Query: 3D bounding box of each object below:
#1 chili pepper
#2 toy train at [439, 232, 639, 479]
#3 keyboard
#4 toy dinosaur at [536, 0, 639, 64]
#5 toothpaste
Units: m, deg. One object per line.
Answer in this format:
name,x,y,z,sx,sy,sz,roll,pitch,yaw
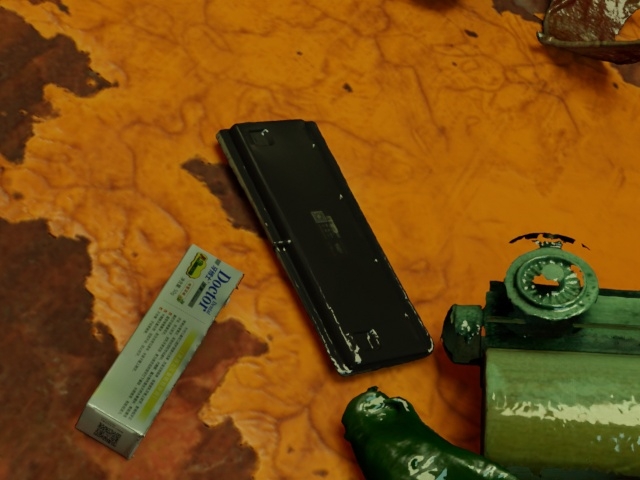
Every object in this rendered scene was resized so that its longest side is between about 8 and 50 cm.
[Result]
chili pepper,0.093,0.180,0.907,0.108,0.062,0.216,-40,69,0
toy train,0.237,0.096,0.960,0.307,0.126,0.189,3,38,5
keyboard,0.000,0.000,1.039,0.094,0.025,0.230,-8,58,-34
toy dinosaur,0.273,-0.298,1.361,0.206,0.113,0.327,29,45,-3
toothpaste,-0.105,0.072,0.921,0.046,0.034,0.164,30,47,-1
